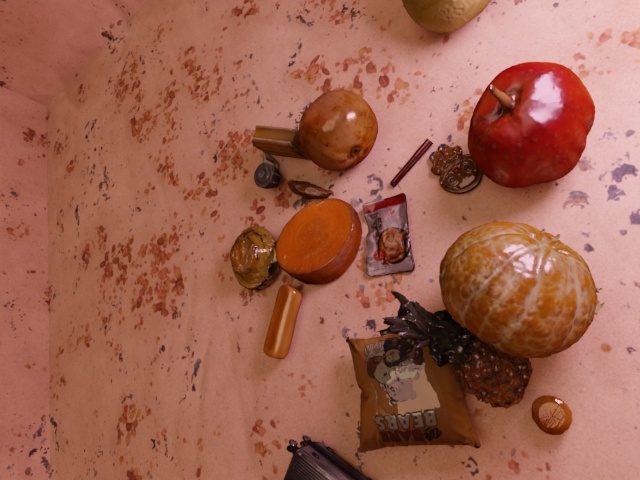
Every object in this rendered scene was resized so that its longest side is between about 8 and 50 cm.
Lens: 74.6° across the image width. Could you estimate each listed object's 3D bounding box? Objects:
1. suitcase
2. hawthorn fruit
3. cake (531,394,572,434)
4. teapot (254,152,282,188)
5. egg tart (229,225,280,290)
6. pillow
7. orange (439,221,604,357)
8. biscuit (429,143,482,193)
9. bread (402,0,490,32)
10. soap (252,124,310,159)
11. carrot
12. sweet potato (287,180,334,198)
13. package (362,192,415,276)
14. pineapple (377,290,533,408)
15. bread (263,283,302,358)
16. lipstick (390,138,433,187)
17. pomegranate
[{"bbox_3d":[0.017,0.705,1.150,0.312,0.128,0.202,22,90,34],"label":"suitcase"},{"bbox_3d":[0.474,-0.281,0.992,0.287,0.330,0.287,-19,63,40],"label":"hawthorn fruit"},{"bbox_3d":[0.524,0.395,0.953,0.084,0.044,0.084,-8,74,29],"label":"cake"},{"bbox_3d":[-0.180,-0.247,1.550,0.092,0.090,0.124,25,97,34],"label":"teapot"},{"bbox_3d":[-0.248,0.061,1.508,0.240,0.106,0.241,-6,79,33],"label":"egg tart"},{"bbox_3d":[0.224,0.382,1.101,0.309,0.119,0.313,-15,66,21],"label":"pillow"},{"bbox_3d":[0.427,0.095,0.924,0.329,0.329,0.249,44,124,33],"label":"orange"},{"bbox_3d":[0.384,-0.208,1.210,0.124,0.026,0.175,-45,58,15],"label":"biscuit"},{"bbox_3d":[0.365,-0.771,1.203,0.237,0.320,0.320,-46,56,-8],"label":"bread"},{"bbox_3d":[-0.150,-0.357,1.527,0.232,0.140,0.073,16,83,35],"label":"soap"},{"bbox_3d":[0.000,0.000,1.376,0.307,0.100,0.258,-43,57,8],"label":"carrot"},{"bbox_3d":[-0.039,-0.172,1.455,0.205,0.068,0.060,13,110,29],"label":"sweet potato"},{"bbox_3d":[0.203,-0.015,1.275,0.154,0.030,0.240,-12,72,32],"label":"package"},{"bbox_3d":[0.307,0.238,0.988,0.364,0.165,0.166,32,97,5],"label":"pineapple"},{"bbox_3d":[-0.119,0.267,1.385,0.092,0.073,0.239,6,79,50],"label":"bread"},{"bbox_3d":[0.276,-0.236,1.289,0.176,0.027,0.027,-50,57,14],"label":"lipstick"},{"bbox_3d":[0.044,-0.360,1.350,0.252,0.229,0.270,-49,52,12],"label":"pomegranate"}]
